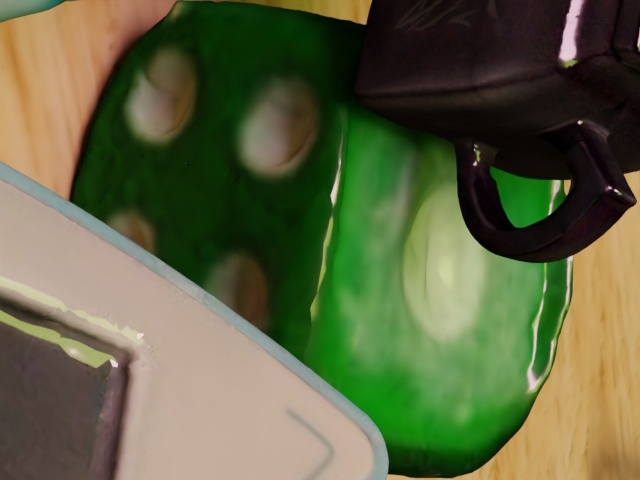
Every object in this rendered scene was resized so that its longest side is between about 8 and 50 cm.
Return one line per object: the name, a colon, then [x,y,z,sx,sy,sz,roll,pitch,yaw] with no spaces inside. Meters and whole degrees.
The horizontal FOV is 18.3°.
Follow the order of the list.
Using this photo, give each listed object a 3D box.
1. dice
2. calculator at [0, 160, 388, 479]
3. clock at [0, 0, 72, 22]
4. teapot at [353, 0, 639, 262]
dice: [0.000,0.000,0.629,0.131,0.120,0.128,16,88,-48]
calculator: [-0.148,0.067,0.412,0.386,0.054,0.256,28,52,-33]
clock: [-0.067,-0.192,0.485,0.262,0.116,0.231,-45,128,-57]
teapot: [0.082,-0.079,0.543,0.087,0.096,0.177,21,82,-45]
